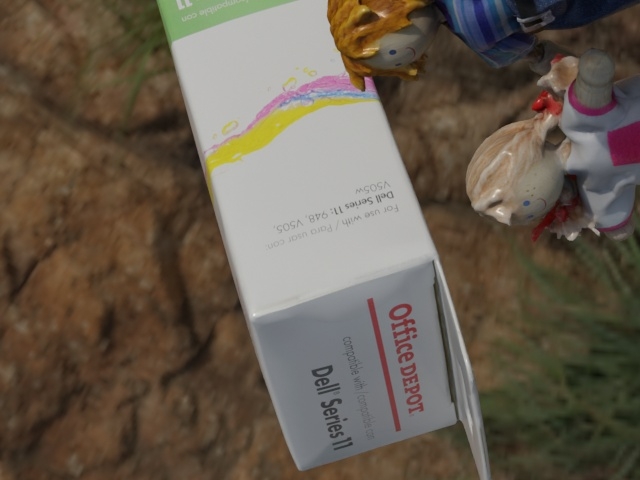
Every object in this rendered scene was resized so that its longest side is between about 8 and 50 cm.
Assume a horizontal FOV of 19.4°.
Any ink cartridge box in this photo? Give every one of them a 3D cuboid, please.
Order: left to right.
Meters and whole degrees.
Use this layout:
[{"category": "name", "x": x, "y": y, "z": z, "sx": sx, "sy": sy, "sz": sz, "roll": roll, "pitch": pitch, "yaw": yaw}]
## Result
[{"category": "ink cartridge box", "x": 0.000, "y": 0.000, "z": 1.183, "sx": 0.119, "sy": 0.353, "sz": 0.207, "roll": -17, "pitch": 145, "yaw": -2}]

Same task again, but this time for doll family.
[{"category": "doll family", "x": 0.076, "y": -0.103, "z": 0.614, "sx": 0.163, "sy": 0.118, "sz": 0.263, "roll": -17, "pitch": 149, "yaw": 7}]
